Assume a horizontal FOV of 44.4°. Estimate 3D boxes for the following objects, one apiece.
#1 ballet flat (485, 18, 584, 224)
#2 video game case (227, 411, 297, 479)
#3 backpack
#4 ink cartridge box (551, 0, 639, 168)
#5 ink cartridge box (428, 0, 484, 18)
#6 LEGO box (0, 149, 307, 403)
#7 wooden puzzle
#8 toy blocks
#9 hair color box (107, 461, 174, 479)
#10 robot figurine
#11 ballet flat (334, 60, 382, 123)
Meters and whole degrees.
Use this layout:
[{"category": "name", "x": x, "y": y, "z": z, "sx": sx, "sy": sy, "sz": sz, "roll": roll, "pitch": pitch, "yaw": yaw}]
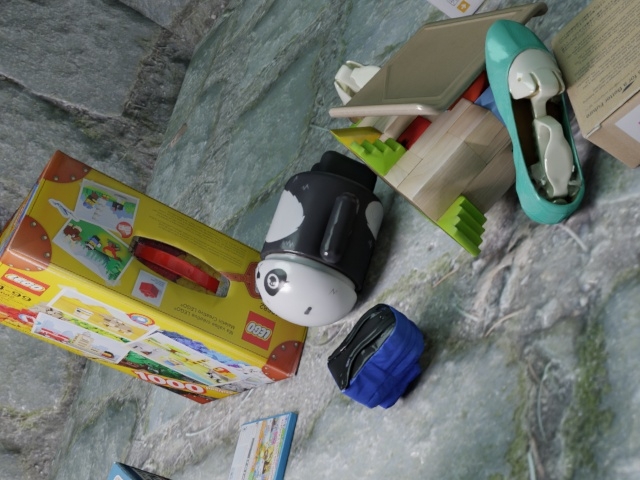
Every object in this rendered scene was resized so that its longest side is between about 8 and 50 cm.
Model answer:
[{"category": "ballet flat", "x": 0.252, "y": -0.141, "z": 0.891, "sx": 0.087, "sy": 0.083, "sz": 0.247, "roll": 168, "pitch": 89, "yaw": -79}, {"category": "video game case", "x": -0.099, "y": 0.350, "z": 1.283, "sx": 0.166, "sy": 0.015, "sz": 0.119, "roll": -29, "pitch": 40, "yaw": 52}, {"category": "backpack", "x": 0.081, "y": 0.148, "z": 1.028, "sx": 0.120, "sy": 0.101, "sz": 0.098, "roll": -55, "pitch": 27, "yaw": 6}, {"category": "ink cartridge box", "x": 0.376, "y": -0.222, "z": 0.837, "sx": 0.234, "sy": 0.088, "sz": 0.193, "roll": -43, "pitch": 32, "yaw": 36}, {"category": "ink cartridge box", "x": 0.280, "y": -0.541, "z": 1.250, "sx": 0.371, "sy": 0.175, "sz": 0.069, "roll": -47, "pitch": 28, "yaw": 31}, {"category": "LEGO box", "x": -0.321, "y": 0.096, "z": 1.396, "sx": 0.372, "sy": 0.500, "sz": 0.193, "roll": -29, "pitch": 40, "yaw": 52}, {"category": "wooden puzzle", "x": 0.151, "y": -0.226, "z": 1.026, "sx": 0.238, "sy": 0.044, "sz": 0.221, "roll": -43, "pitch": 26, "yaw": -20}, {"category": "toy blocks", "x": 0.189, "y": -0.169, "z": 1.087, "sx": 0.261, "sy": 0.190, "sz": 0.381, "roll": -48, "pitch": 26, "yaw": 6}, {"category": "hair color box", "x": -0.081, "y": 0.373, "z": 0.815, "sx": 0.105, "sy": 0.347, "sz": 0.174, "roll": -1, "pitch": 64, "yaw": 63}, {"category": "robot figurine", "x": -0.001, "y": -0.001, "z": 1.252, "sx": 0.173, "sy": 0.209, "sz": 0.278, "roll": 9, "pitch": 68, "yaw": 25}, {"category": "ballet flat", "x": 0.097, "y": -0.268, "z": 1.396, "sx": 0.116, "sy": 0.124, "sz": 0.342, "roll": -61, "pitch": 24, "yaw": 2}]
